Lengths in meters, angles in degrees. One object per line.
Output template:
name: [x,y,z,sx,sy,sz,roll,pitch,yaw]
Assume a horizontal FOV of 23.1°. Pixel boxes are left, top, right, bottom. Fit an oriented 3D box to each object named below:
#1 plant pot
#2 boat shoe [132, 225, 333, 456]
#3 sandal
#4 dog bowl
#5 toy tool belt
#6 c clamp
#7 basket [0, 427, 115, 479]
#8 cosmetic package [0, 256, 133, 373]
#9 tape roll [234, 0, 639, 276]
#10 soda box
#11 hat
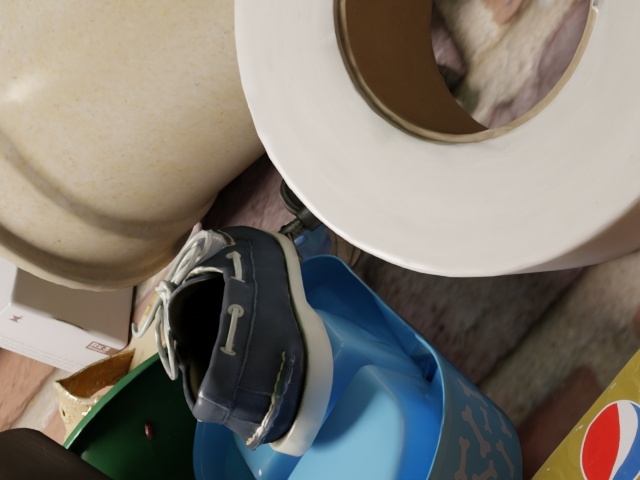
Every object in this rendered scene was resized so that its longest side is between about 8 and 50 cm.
plant pot: [-0.105,-0.174,1.141,0.305,0.334,0.334,-28,46,32]
boat shoe: [-0.060,0.048,0.937,0.254,0.079,0.095,-115,46,-63]
sandal: [-0.171,0.113,1.238,0.240,0.079,0.088,-63,29,6]
dog bowl: [0.018,0.118,0.903,0.166,0.074,0.297,-57,24,5]
toy tool belt: [0.000,0.000,1.067,0.083,0.051,0.052,-46,35,31]
c clamp: [0.029,-0.053,1.039,0.160,0.022,0.137,-42,23,-1]
basket: [-0.133,0.226,0.914,0.227,0.154,0.204,38,109,23]
cosmetic package: [-0.226,-0.009,1.381,0.085,0.117,0.231,-34,41,44]
tape roll: [0.096,-0.122,0.816,0.286,0.100,0.286,0,90,33]
soda box: [0.174,0.080,0.719,0.181,0.058,0.061,-54,31,20]
hat: [-0.070,0.194,1.049,0.183,0.173,0.208,47,122,22]
